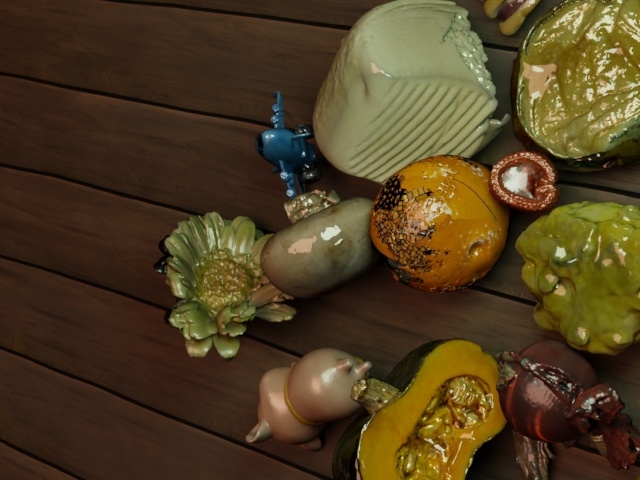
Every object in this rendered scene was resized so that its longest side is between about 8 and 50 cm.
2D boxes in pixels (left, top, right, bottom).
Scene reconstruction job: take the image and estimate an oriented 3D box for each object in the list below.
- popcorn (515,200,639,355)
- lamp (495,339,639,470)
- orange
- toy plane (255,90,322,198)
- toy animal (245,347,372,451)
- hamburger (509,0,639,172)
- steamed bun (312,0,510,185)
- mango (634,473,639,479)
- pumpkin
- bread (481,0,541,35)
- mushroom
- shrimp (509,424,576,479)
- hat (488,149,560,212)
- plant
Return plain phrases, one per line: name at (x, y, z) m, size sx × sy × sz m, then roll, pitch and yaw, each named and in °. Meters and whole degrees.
popcorn at (0.411, 0.051, 1.743) m, size 0.233 × 0.192 × 0.266 m, roll 59°, pitch 143°, yaw 5°
lamp at (0.359, 0.247, 1.745) m, size 0.151 × 0.215 × 0.223 m, roll -43°, pitch 45°, yaw 5°
orange at (0.194, -0.025, 1.854) m, size 0.182 × 0.234 × 0.234 m, roll 42°, pitch 112°, yaw 52°
toy plane at (-0.054, -0.151, 2.028) m, size 0.105 × 0.271 × 0.254 m, roll -10°, pitch 80°, yaw 0°
toy animal at (-0.008, 0.264, 2.021) m, size 0.248 × 0.165 × 0.149 m, roll -46°, pitch 35°, yaw 36°
hamburger at (0.419, -0.238, 1.768) m, size 0.284 × 0.134 × 0.266 m, roll -5°, pitch 79°, yaw 29°
steamed bun at (0.125, -0.259, 1.916) m, size 0.290 × 0.273 × 0.272 m, roll -56°, pitch 32°, yaw 37°
mango at (0.539, 0.355, 1.649) m, size 0.359 × 0.144 × 0.187 m, roll -58°, pitch 48°, yaw 25°
pumpkin at (0.126, 0.306, 1.858) m, size 0.242 × 0.325 × 0.232 m, roll 47°, pitch 152°, yaw -7°
bread at (0.291, -0.452, 1.898) m, size 0.134 × 0.081 × 0.225 m, roll -40°, pitch 66°, yaw 26°
mushroom at (0.000, 0.000, 1.956) m, size 0.226 × 0.226 × 0.178 m, roll -36°, pitch 86°, yaw 29°
shrimp at (0.358, 0.293, 1.838) m, size 0.126 × 0.047 × 0.224 m, roll -14°, pitch 78°, yaw 24°
hat at (0.324, -0.083, 1.806) m, size 0.112 × 0.162 × 0.094 m, roll 22°, pitch 88°, yaw 16°
plant at (-0.193, 0.082, 2.114) m, size 0.261 × 0.306 × 0.297 m, roll 49°, pitch 147°, yaw -4°
